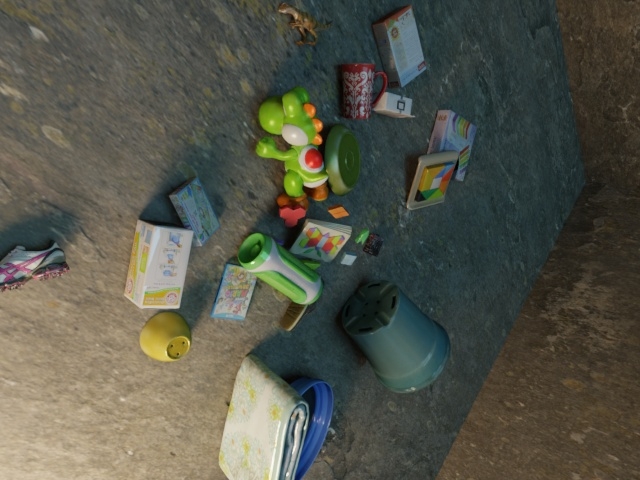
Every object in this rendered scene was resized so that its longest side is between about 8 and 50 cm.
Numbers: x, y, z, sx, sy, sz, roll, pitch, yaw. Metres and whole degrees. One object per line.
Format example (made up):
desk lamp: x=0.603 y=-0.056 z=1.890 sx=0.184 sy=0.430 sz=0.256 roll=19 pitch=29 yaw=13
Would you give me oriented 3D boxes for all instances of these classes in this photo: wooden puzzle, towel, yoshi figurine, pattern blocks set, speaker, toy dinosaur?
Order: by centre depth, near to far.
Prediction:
toy dinosaur: x=-0.027 y=-0.635 z=1.257 sx=0.211 sy=0.064 sz=0.113 roll=2 pitch=99 yaw=-43
yoshi figurine: x=-0.087 y=-0.278 z=1.264 sx=0.202 sy=0.204 sz=0.362 roll=-5 pitch=128 yaw=0
towel: x=-0.183 y=0.579 z=1.274 sx=0.090 sy=0.320 sz=0.375 roll=11 pitch=95 yaw=-41
speaker: x=-0.117 y=0.094 z=1.326 sx=0.296 sy=0.131 sz=0.131 roll=41 pitch=74 yaw=-42
pattern blocks set: x=0.000 y=0.000 z=1.378 sx=0.324 sy=0.026 sz=0.286 roll=2 pitch=131 yaw=-22
wooden puzzle: x=0.471 y=-0.248 z=1.770 sx=0.220 sy=0.044 sz=0.239 roll=-15 pitch=129 yaw=-28

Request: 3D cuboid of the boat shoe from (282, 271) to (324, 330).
boat shoe: x=-0.050 y=0.218 z=1.461 sx=0.073 sy=0.080 sz=0.224 roll=42 pitch=69 yaw=-36

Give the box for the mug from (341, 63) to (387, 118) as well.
mug: x=0.141 y=-0.491 z=1.401 sx=0.113 sy=0.150 sz=0.170 roll=-60 pitch=153 yaw=-67

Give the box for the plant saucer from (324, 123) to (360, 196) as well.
plant saucer: x=0.084 y=-0.267 z=1.419 sx=0.241 sy=0.037 sz=0.241 roll=-11 pitch=102 yaw=-62

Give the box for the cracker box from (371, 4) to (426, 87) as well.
cracker box: x=0.285 y=-0.690 z=1.523 sx=0.155 sy=0.067 sz=0.232 roll=-42 pitch=125 yaw=-25

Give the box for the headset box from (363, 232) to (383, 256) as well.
headset box: x=0.210 y=0.014 z=1.674 sx=0.062 sy=0.032 sz=0.083 roll=25 pitch=86 yaw=-43

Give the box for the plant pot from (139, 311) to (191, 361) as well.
plant pot: x=-0.401 y=0.270 z=1.144 sx=0.134 sy=0.095 sz=0.134 roll=-13 pitch=110 yaw=-40

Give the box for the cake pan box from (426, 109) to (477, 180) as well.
cake pan box: x=0.569 y=-0.406 z=1.862 sx=0.245 sy=0.070 sz=0.267 roll=12 pitch=94 yaw=-41

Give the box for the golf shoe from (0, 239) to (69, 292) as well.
golf shoe: x=-0.642 y=0.058 z=0.896 sx=0.186 sy=0.067 sz=0.086 roll=-20 pitch=88 yaw=-37

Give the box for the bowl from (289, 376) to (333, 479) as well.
bowl: x=-0.087 y=0.670 z=1.493 sx=0.391 sy=0.077 sz=0.392 roll=-31 pitch=128 yaw=-50

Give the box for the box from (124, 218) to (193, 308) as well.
box: x=-0.406 y=0.059 z=1.067 sx=0.103 sy=0.114 sz=0.203 roll=8 pitch=94 yaw=-44

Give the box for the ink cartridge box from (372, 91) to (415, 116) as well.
ink cartridge box: x=0.253 y=-0.484 z=1.526 sx=0.180 sy=0.104 sz=0.060 roll=-4 pitch=103 yaw=-42

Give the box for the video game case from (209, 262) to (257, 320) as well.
video game case: x=-0.260 y=0.158 z=1.297 sx=0.119 sy=0.015 sz=0.167 roll=17 pitch=90 yaw=-44

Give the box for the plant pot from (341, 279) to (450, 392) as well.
plant pot: x=0.271 y=0.351 z=1.644 sx=0.341 sy=0.341 sz=0.334 roll=-53 pitch=122 yaw=-18

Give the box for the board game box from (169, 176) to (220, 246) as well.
board game box: x=-0.330 y=-0.076 z=1.128 sx=0.103 sy=0.026 sz=0.154 roll=-61 pitch=140 yaw=-52
